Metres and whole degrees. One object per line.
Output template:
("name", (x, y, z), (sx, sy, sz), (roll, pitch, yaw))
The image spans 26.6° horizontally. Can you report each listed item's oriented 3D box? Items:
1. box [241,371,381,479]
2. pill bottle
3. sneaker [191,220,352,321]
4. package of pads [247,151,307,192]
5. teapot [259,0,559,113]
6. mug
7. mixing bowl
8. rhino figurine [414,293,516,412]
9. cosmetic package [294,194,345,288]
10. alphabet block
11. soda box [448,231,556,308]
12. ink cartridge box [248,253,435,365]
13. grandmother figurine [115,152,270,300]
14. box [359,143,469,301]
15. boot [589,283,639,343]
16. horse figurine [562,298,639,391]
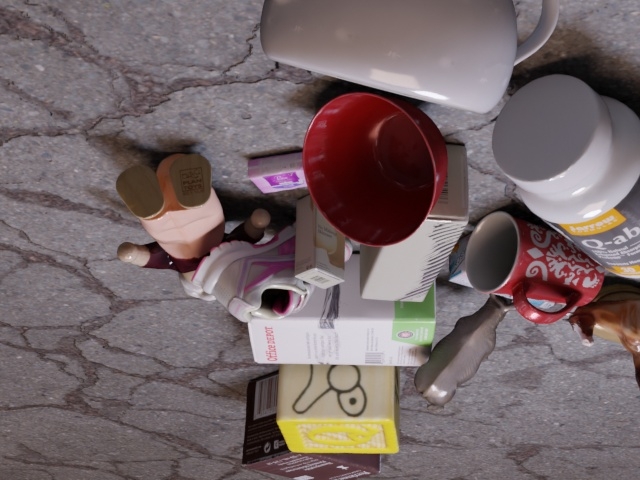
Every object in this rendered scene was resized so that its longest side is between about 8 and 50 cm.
("box", (-0.014, 0.346, 2.512), (0.203, 0.167, 0.168), (21, 150, -35))
("pill bottle", (0.323, -0.073, 1.562), (0.162, 0.162, 0.278), (-15, 151, 34))
("sneaker", (-0.049, 0.052, 1.846), (0.252, 0.111, 0.103), (-18, 152, -36))
("package of pads", (-0.047, -0.087, 1.724), (0.083, 0.032, 0.050), (-8, 155, 22))
("teapot", (0.078, -0.228, 1.236), (0.252, 0.187, 0.256), (17, -174, 14))
("mug", (0.298, 0.050, 1.862), (0.169, 0.150, 0.113), (13, 163, -32))
("mixing bowl", (0.079, -0.094, 1.572), (0.181, 0.181, 0.098), (-19, -174, 39))
("rhino figurine", (0.226, 0.151, 2.028), (0.073, 0.243, 0.106), (38, 177, 14))
("cosmetic package", (0.000, 0.000, 1.810), (0.060, 0.115, 0.041), (22, 147, -40))
("alphabet block", (0.034, 0.229, 2.214), (0.192, 0.197, 0.193), (-1, 156, 8))
("soda box", (0.274, 0.045, 1.950), (0.183, 0.058, 0.063), (17, 152, -27))
("ink cartridge box", (0.033, 0.107, 2.041), (0.273, 0.115, 0.198), (1, 156, 1))
("grandmother figurine", (-0.169, -0.008, 1.838), (0.207, 0.104, 0.342), (-4, 158, 1))
("box", (0.117, -0.019, 1.764), (0.094, 0.113, 0.275), (4, 157, -6))
("boot", (0.533, 0.174, 1.975), (0.236, 0.269, 0.089), (7, 117, -28))
("horse figurine", (0.492, 0.109, 1.870), (0.263, 0.174, 0.066), (-33, 147, 7))
